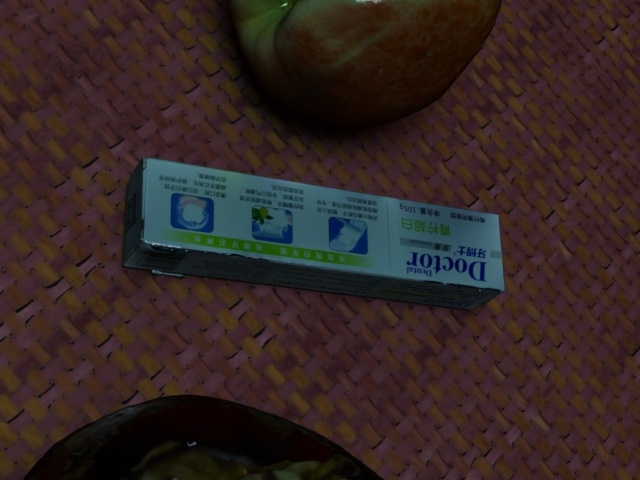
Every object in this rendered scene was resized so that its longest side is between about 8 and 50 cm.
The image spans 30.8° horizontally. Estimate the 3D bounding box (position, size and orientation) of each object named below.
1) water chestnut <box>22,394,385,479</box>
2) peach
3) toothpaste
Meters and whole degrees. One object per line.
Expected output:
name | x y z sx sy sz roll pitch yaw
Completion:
water chestnut | -0.057 0.242 0.740 0.335 0.347 0.335 10 57 -16
peach | 0.051 -0.222 1.038 0.256 0.232 0.232 -15 77 -38
toothpaste | 0.000 0.000 1.012 0.336 0.067 0.081 8 67 -22
